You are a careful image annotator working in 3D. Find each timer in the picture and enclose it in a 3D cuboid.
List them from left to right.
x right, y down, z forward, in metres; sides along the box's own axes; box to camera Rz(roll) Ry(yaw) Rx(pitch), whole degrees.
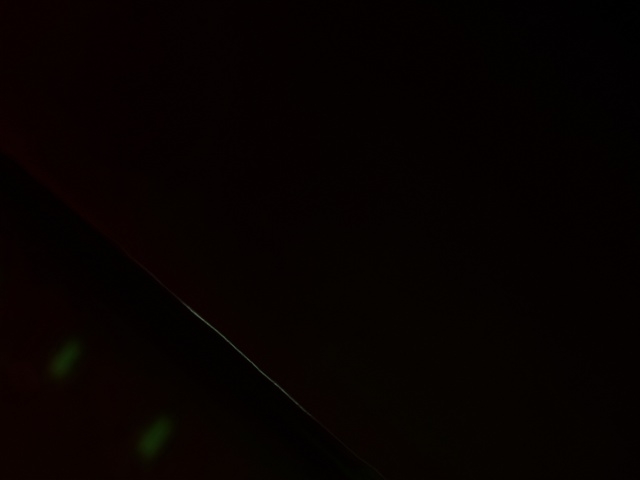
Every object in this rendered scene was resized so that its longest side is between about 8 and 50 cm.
[{"bbox_3d":[-0.016,0.052,0.497,0.378,0.279,0.378,42,175,4],"label":"timer"}]
